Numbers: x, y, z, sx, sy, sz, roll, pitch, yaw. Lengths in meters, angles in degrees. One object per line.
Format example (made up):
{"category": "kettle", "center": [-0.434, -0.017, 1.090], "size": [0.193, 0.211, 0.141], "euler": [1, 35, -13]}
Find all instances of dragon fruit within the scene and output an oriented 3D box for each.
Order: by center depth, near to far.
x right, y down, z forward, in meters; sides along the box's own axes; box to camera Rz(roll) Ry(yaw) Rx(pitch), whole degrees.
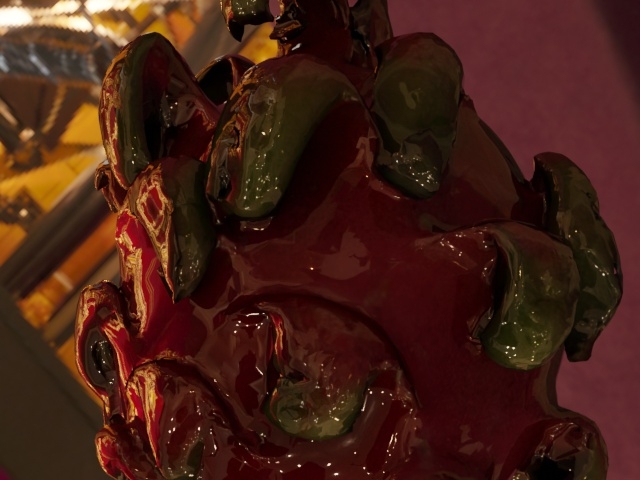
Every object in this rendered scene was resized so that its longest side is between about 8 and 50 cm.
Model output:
{"category": "dragon fruit", "center": [-0.007, 0.007, 0.461], "size": [0.272, 0.198, 0.218], "euler": [59, 178, 40]}
